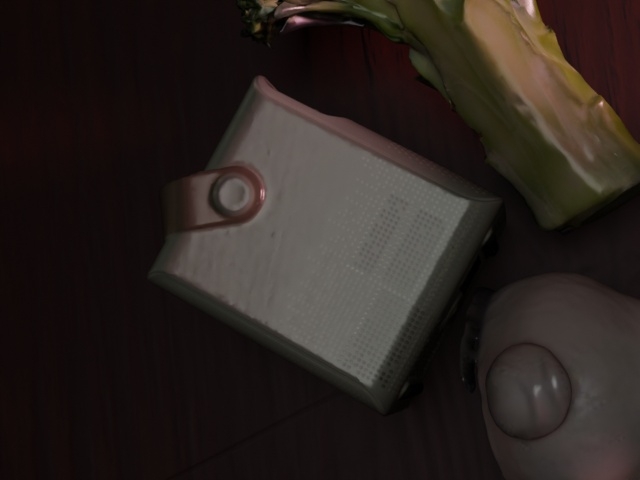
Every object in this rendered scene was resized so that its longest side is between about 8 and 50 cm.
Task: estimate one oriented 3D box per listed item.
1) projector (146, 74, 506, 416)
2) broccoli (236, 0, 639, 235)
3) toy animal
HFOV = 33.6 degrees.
[{"bbox_3d":[0.000,0.000,0.803,0.242,0.163,0.177,27,89,15],"label":"projector"},{"bbox_3d":[0.126,-0.182,0.786,0.361,0.221,0.252,34,99,7],"label":"broccoli"},{"bbox_3d":[0.253,0.078,0.688,0.310,0.247,0.183,-15,48,34],"label":"toy animal"}]
